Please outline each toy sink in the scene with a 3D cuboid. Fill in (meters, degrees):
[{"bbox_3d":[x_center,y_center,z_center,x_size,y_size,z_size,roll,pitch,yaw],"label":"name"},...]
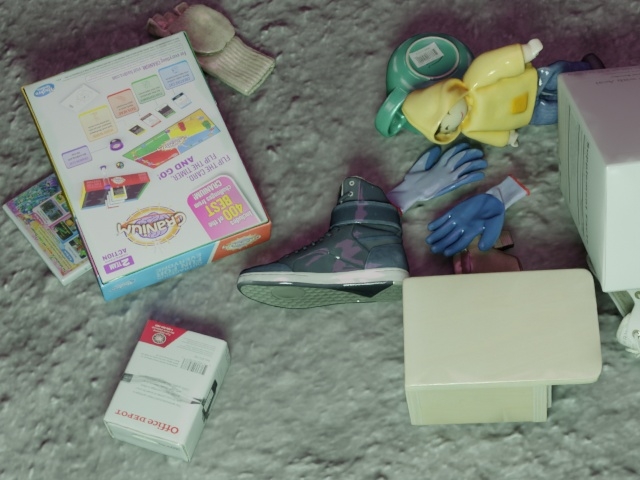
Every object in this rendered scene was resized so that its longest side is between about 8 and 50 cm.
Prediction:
[{"bbox_3d":[0.222,0.134,1.766,0.234,0.131,0.152,-4,59,7],"label":"toy sink"}]

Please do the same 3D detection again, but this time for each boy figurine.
[{"bbox_3d":[0.250,-0.194,1.924,0.285,0.177,0.092,-8,47,-23],"label":"boy figurine"}]

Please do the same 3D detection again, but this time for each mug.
[{"bbox_3d":[0.153,-0.216,1.999,0.129,0.097,0.157,10,60,9],"label":"mug"}]

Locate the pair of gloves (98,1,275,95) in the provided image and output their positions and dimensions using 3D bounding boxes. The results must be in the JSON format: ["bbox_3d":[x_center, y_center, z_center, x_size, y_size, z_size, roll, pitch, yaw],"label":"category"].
[{"bbox_3d":[-0.211,-0.246,2.073,0.240,0.042,0.204,-40,65,-20],"label":"pair of gloves"}]

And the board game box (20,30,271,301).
[{"bbox_3d":[-0.237,-0.105,1.939,0.242,0.064,0.316,-20,71,-11],"label":"board game box"}]

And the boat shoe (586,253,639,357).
[{"bbox_3d":[0.415,0.112,1.791,0.096,0.098,0.277,-18,50,-7],"label":"boat shoe"}]

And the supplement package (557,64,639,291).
[{"bbox_3d":[0.410,-0.087,1.791,0.178,0.175,0.293,-5,28,0],"label":"supplement package"}]

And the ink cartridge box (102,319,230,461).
[{"bbox_3d":[-0.191,0.188,1.796,0.109,0.063,0.150,15,62,12],"label":"ink cartridge box"}]

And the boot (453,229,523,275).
[{"bbox_3d":[0.219,0.037,1.881,0.087,0.042,0.118,-16,58,1],"label":"boot"}]

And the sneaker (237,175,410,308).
[{"bbox_3d":[0.001,0.001,1.878,0.226,0.086,0.163,-2,66,-5],"label":"sneaker"}]

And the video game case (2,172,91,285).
[{"bbox_3d":[-0.335,-0.032,1.965,0.143,0.019,0.157,-35,64,-16],"label":"video game case"}]

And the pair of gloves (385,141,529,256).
[{"bbox_3d":[0.183,-0.055,1.922,0.159,0.023,0.198,-35,48,-11],"label":"pair of gloves"}]
